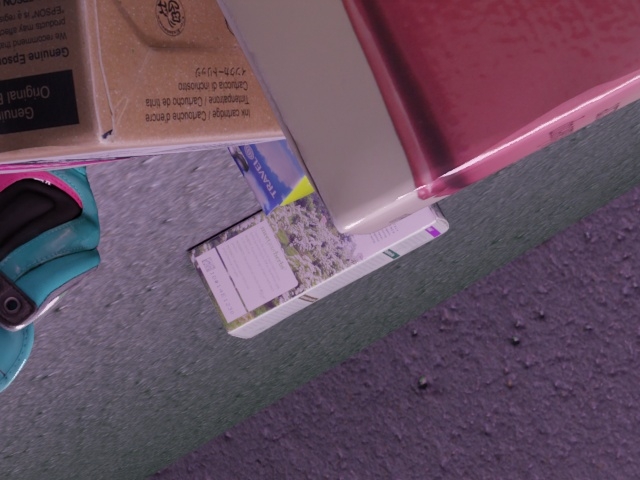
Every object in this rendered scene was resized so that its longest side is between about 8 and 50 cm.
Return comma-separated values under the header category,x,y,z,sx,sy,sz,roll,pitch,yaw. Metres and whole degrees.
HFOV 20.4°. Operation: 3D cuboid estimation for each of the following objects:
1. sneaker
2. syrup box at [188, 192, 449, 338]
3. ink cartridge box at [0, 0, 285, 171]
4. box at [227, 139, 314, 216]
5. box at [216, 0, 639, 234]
category,x,y,z,sx,sy,sz,roll,pitch,yaw
sneaker,-0.241,0.020,0.982,0.295,0.178,0.124,-20,168,-35
syrup box,0.000,0.000,1.745,0.237,0.093,0.096,-29,169,6
ink cartridge box,-0.120,-0.081,0.866,0.193,0.088,0.234,-6,-178,30
box,-0.018,-0.097,1.170,0.042,0.109,0.178,-24,170,-26
box,0.089,-0.108,0.737,0.232,0.127,0.148,-27,177,8
